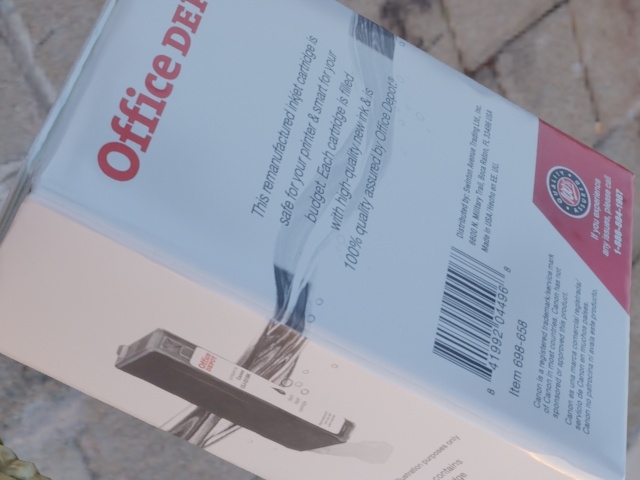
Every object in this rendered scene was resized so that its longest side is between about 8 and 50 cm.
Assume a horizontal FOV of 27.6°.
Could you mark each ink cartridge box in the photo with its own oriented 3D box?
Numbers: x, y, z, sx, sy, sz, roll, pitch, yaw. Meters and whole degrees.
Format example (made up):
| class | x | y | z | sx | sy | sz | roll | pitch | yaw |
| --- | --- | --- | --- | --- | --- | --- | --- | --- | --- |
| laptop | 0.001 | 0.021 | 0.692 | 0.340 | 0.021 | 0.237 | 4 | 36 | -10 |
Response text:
| class | x | y | z | sx | sy | sz | roll | pitch | yaw |
| --- | --- | --- | --- | --- | --- | --- | --- | --- | --- |
| ink cartridge box | 0.000 | 0.000 | 0.597 | 0.273 | 0.114 | 0.197 | 29 | 45 | -14 |

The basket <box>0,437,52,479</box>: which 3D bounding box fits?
| class | x | y | z | sx | sy | sz | roll | pitch | yaw |
| --- | --- | --- | --- | --- | --- | --- | --- | --- | --- |
| basket | -0.206 | 0.141 | 0.324 | 0.223 | 0.299 | 0.213 | -62 | 168 | 25 |
